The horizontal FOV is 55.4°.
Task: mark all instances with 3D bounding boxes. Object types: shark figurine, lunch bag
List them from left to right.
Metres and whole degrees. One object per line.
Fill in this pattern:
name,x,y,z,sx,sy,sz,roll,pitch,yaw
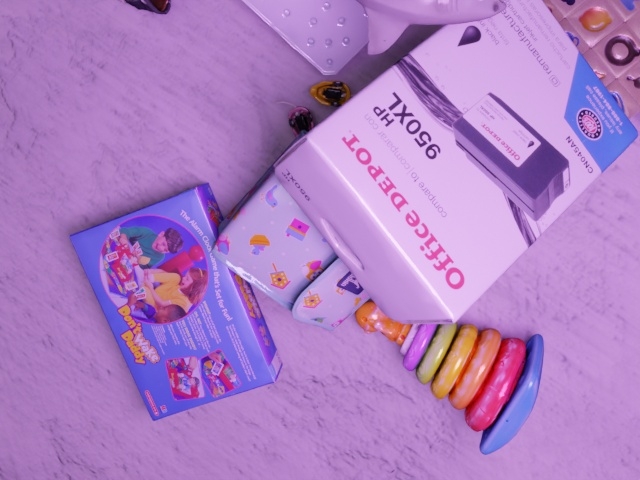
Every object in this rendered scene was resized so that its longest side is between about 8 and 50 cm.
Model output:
lunch bag,0.000,0.000,0.949,0.262,0.160,0.223,41,104,-14
shark figurine,0.061,-0.292,0.741,0.278,0.166,0.116,30,125,26

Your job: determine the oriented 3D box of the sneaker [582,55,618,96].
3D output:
sneaker,0.403,-0.257,0.906,0.167,0.065,0.076,19,99,0

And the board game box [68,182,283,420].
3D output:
board game box,-0.237,0.106,1.034,0.233,0.078,0.347,-19,99,9

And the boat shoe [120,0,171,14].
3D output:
boat shoe,-0.248,-0.397,0.861,0.079,0.233,0.084,31,77,-7

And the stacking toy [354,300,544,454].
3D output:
stacking toy,0.191,0.181,0.984,0.302,0.166,0.175,27,117,12

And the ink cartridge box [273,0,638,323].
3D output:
ink cartridge box,0.182,-0.118,0.817,0.395,0.166,0.285,-41,96,-18

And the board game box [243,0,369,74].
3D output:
board game box,0.003,-0.483,0.801,0.390,0.050,0.390,38,122,-20

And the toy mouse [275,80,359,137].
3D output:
toy mouse,0.008,-0.183,0.972,0.161,0.031,0.143,5,114,10

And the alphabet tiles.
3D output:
alphabet tiles,0.453,-0.327,0.862,0.285,0.011,0.342,-38,85,10
